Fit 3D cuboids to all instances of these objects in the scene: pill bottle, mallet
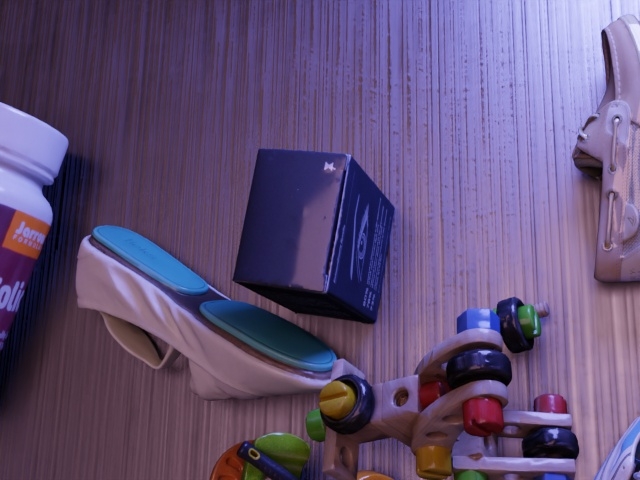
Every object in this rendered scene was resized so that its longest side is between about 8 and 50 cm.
[{"bbox_3d":[-0.489,0.014,1.147,0.224,0.224,0.392,16,81,22],"label":"pill bottle"},{"bbox_3d":[-0.009,0.274,0.897,0.190,0.039,0.062,31,55,-7],"label":"mallet"}]

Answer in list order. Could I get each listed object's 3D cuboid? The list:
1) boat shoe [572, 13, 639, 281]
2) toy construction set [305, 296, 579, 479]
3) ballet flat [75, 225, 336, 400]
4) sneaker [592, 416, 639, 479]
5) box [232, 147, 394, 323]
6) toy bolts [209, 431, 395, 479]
[{"bbox_3d":[0.328,-0.103,0.969,0.098,0.109,0.302,-6,78,16],"label":"boat shoe"},{"bbox_3d":[0.124,0.226,0.886,0.237,0.257,0.308,-19,74,25],"label":"toy construction set"},{"bbox_3d":[-0.150,0.114,1.069,0.400,0.139,0.139,27,85,28],"label":"ballet flat"},{"bbox_3d":[0.309,0.262,0.880,0.085,0.086,0.237,30,87,22],"label":"sneaker"},{"bbox_3d":[0.000,0.000,0.992,0.108,0.207,0.153,6,77,20],"label":"box"},{"bbox_3d":[-0.029,0.347,0.972,0.218,0.158,0.228,17,65,-18],"label":"toy bolts"}]
